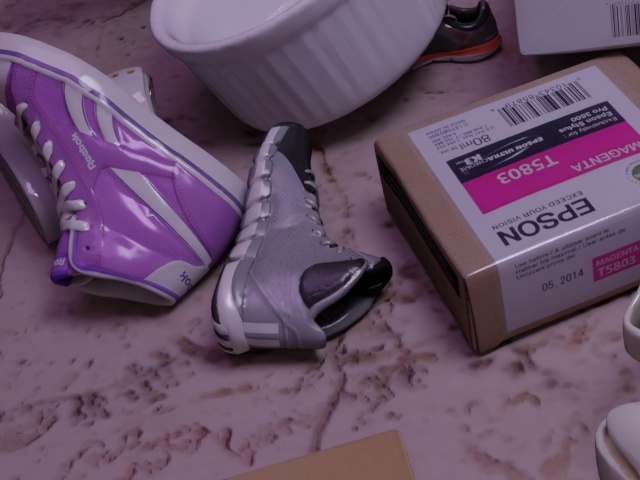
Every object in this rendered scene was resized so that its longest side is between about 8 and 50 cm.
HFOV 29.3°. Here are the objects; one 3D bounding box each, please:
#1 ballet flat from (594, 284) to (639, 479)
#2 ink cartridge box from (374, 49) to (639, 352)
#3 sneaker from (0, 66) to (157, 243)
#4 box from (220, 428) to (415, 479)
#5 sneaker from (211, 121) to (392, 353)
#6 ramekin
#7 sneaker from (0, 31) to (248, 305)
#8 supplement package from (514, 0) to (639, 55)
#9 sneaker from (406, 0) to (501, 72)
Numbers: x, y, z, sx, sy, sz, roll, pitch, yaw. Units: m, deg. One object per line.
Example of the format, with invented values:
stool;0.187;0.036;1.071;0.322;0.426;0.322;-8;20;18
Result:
ballet flat;0.268;0.096;0.750;0.182;0.164;0.483;17;49;16
ink cartridge box;0.187;-0.040;0.986;0.234;0.088;0.193;-21;41;-8
sneaker;-0.250;-0.130;1.210;0.169;0.108;0.292;-27;53;-15
box;-0.003;0.228;0.806;0.164;0.021;0.201;-16;43;0
sneaker;0.000;0.000;1.014;0.132;0.086;0.229;4;56;14
ramekin;-0.013;-0.232;1.168;0.277;0.135;0.277;-24;38;20
sneaker;-0.211;-0.053;1.042;0.282;0.102;0.161;34;71;6
supplement package;0.273;-0.258;1.093;0.194;0.149;0.203;-4;15;14
sneaker;0.097;-0.210;1.210;0.157;0.065;0.061;-9;42;7
